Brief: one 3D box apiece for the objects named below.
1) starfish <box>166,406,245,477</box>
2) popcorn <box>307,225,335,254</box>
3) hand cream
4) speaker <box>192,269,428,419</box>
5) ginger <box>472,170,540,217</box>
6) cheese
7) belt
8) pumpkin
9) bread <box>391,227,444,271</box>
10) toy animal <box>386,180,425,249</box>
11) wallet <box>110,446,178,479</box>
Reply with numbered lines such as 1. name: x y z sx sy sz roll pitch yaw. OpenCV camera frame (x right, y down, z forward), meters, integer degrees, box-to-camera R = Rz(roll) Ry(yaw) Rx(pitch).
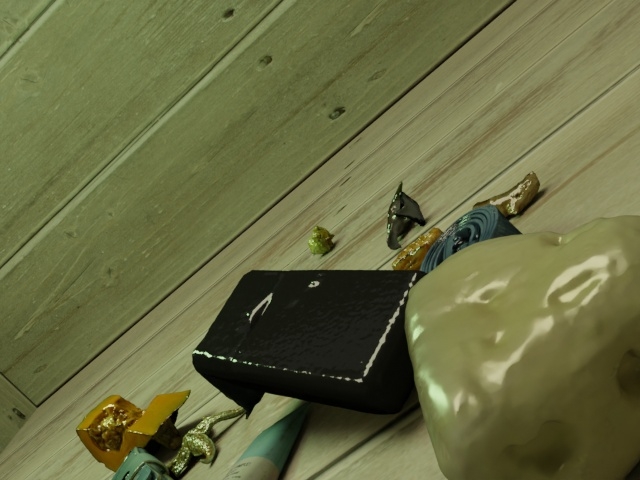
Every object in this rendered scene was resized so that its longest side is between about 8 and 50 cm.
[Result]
1. starfish: -0.216 0.352 1.427 0.223 0.050 0.217 -38 3 0
2. popcorn: 0.001 0.003 1.936 0.083 0.060 0.068 63 -129 -85
3. hand cream: -0.092 0.320 1.089 0.111 0.070 0.312 -39 3 26
4. speaker: 0.001 0.155 1.097 0.388 0.184 0.180 -1 48 46
5. ginger: 0.274 -0.053 1.238 0.137 0.044 0.057 -32 -3 37
6. cheese: 0.191 0.079 0.667 0.251 0.173 0.248 -43 20 5
7. belt: 0.201 0.030 1.063 0.141 0.082 0.190 -41 11 22
8. pumpkin: -0.347 0.378 1.607 0.248 0.126 0.131 -8 23 38
9. bread: 0.165 0.021 1.325 0.111 0.044 0.083 -36 11 41
10. toy animal: 0.153 -0.051 1.597 0.105 0.070 0.202 -59 11 15
11. wallet: -0.303 0.431 1.304 0.176 0.075 0.250 -61 15 -15
